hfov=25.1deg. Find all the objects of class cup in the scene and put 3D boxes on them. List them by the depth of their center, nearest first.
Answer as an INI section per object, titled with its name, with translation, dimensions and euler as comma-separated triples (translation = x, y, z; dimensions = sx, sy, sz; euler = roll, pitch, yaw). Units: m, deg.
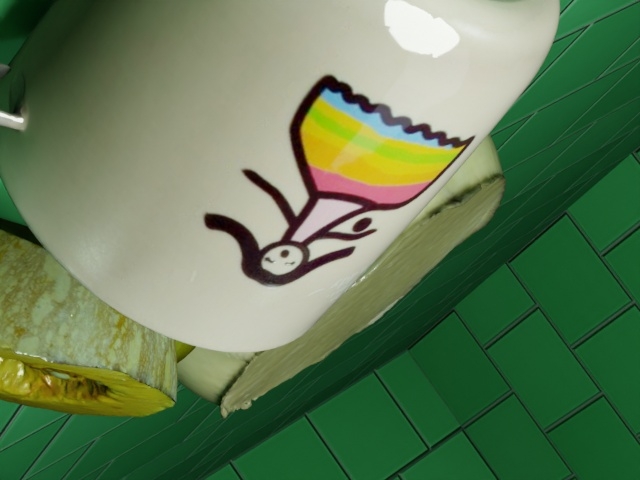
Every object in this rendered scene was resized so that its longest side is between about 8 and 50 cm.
[cup]
translation = -0.041, -0.091, 0.621
dimensions = 0.252, 0.192, 0.200
euler = 15, 134, -34

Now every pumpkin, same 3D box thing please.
[pumpkin]
translation = -0.178, 0.036, 0.842
dimensions = 0.217, 0.217, 0.110
euler = 103, 4, -75

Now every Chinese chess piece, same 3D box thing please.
[Chinese chess piece]
translation = 0.000, 0.000, 1.205
dimensions = 0.338, 0.140, 0.338
euler = -37, 171, -7

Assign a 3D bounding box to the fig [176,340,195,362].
[fig]
translation = -0.118, -0.015, 0.947
dimensions = 0.124, 0.124, 0.236
euler = -26, 142, -46
